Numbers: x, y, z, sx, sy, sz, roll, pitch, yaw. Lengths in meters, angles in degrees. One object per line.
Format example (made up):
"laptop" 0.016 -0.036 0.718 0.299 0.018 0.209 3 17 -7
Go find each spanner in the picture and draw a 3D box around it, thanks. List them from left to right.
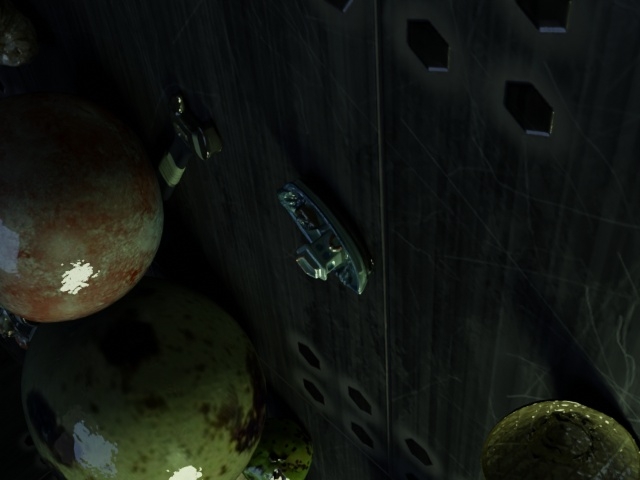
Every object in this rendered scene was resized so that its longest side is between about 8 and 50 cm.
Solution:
"spanner" -0.188 -0.109 1.371 0.087 0.024 0.316 54 159 -1

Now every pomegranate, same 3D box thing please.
"pomegranate" -0.067 0.343 1.714 0.122 0.122 0.161 44 -176 17

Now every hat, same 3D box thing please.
"hat" 0.224 0.190 0.994 0.146 0.067 0.146 6 118 11

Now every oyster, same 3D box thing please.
"oyster" -0.499 -0.367 1.514 0.166 0.094 0.294 -21 96 48

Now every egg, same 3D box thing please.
"egg" -0.272 0.220 1.599 0.428 0.345 0.345 33 151 44

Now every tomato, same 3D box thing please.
"tomato" -0.363 -0.046 1.435 0.317 0.282 0.317 53 153 41

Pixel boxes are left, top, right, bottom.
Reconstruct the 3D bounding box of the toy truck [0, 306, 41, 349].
"toy truck" -0.546 0.030 2.015 0.173 0.207 0.387 16 135 42

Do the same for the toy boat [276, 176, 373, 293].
"toy boat" 0.000 0.000 1.119 0.140 0.066 0.059 52 154 -3

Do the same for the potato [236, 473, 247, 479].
"potato" -0.288 0.421 1.957 0.385 0.319 0.442 -105 24 -50
